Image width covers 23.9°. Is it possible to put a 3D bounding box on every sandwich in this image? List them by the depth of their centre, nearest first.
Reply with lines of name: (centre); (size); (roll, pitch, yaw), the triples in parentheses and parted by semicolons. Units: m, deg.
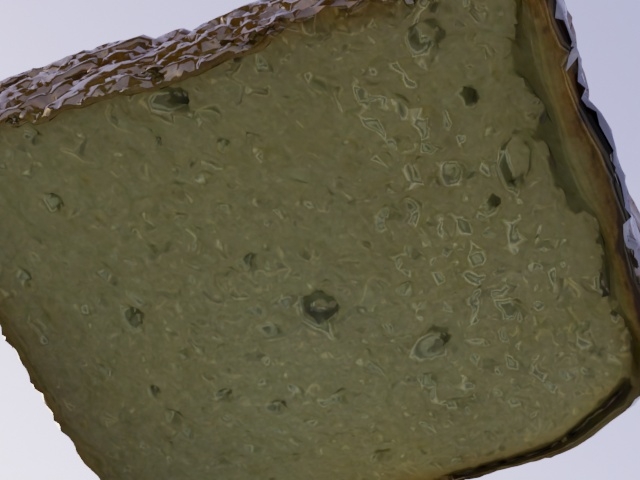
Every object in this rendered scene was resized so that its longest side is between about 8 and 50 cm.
sandwich: (0.000, 0.000, 0.597); (0.251, 0.087, 0.226); (-18, -66, 17)
